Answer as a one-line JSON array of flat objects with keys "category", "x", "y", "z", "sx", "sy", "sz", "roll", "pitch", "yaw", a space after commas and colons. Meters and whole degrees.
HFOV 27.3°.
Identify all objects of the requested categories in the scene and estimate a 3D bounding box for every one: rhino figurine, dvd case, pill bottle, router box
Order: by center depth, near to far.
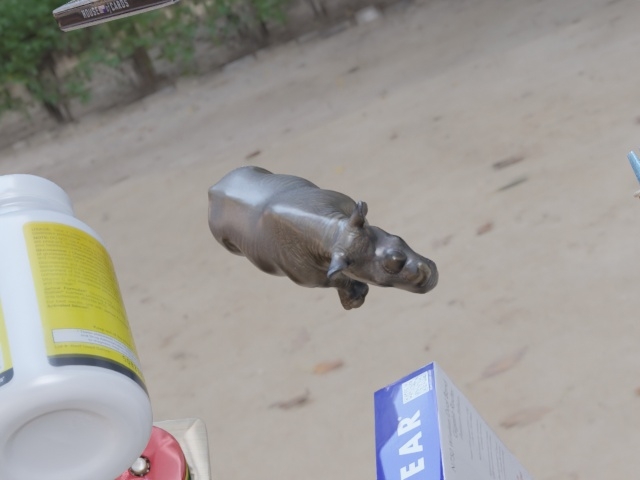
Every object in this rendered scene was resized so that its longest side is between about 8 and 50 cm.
[{"category": "pill bottle", "x": -0.162, "y": 0.048, "z": 0.752, "sx": 0.103, "sy": 0.103, "sz": 0.184, "roll": -24, "pitch": 47, "yaw": 1}, {"category": "rhino figurine", "x": 0.000, "y": 0.000, "z": 0.913, "sx": 0.243, "sy": 0.106, "sz": 0.073, "roll": 19, "pitch": 78, "yaw": 58}, {"category": "router box", "x": 0.172, "y": 0.339, "z": 1.347, "sx": 0.082, "sy": 0.301, "sz": 0.335, "roll": -30, "pitch": 29, "yaw": 19}, {"category": "dvd case", "x": -0.151, "y": -0.277, "z": 1.361, "sx": 0.179, "sy": 0.030, "sz": 0.238, "roll": -37, "pitch": 23, "yaw": -31}]

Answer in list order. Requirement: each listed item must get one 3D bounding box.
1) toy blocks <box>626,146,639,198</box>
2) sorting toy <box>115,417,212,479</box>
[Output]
[{"category": "toy blocks", "x": 0.403, "y": -0.041, "z": 1.532, "sx": 0.054, "sy": 0.148, "sz": 0.123, "roll": -29, "pitch": -4, "yaw": 18}, {"category": "sorting toy", "x": -0.231, "y": 0.294, "z": 1.269, "sx": 0.257, "sy": 0.255, "sz": 0.089, "roll": -7, "pitch": -30, "yaw": -2}]
